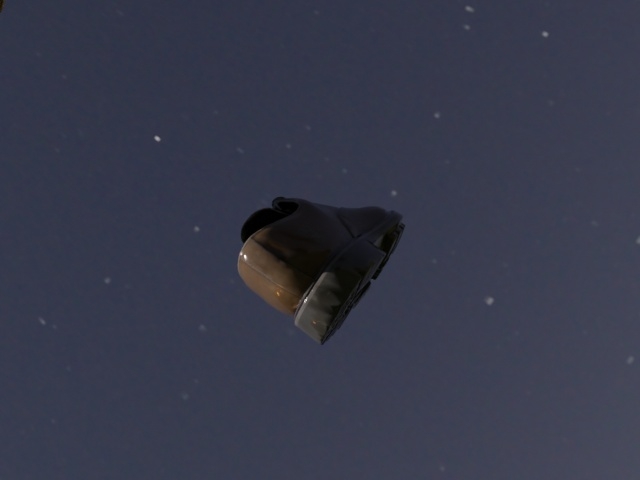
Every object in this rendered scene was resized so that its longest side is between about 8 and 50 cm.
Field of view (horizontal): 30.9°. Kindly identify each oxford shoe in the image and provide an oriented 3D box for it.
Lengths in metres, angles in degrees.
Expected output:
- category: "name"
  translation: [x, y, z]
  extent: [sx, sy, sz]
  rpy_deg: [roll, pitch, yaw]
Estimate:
- category: "oxford shoe"
  translation: [0.000, 0.000, 0.799]
  extent: [0.083, 0.096, 0.227]
  rpy_deg: [-60, -7, 9]

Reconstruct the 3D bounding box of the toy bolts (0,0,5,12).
- category: "toy bolts"
  translation: [-0.312, -0.112, 0.773]
  extent: [0.158, 0.218, 0.229]
  rpy_deg: [12, -91, -24]
